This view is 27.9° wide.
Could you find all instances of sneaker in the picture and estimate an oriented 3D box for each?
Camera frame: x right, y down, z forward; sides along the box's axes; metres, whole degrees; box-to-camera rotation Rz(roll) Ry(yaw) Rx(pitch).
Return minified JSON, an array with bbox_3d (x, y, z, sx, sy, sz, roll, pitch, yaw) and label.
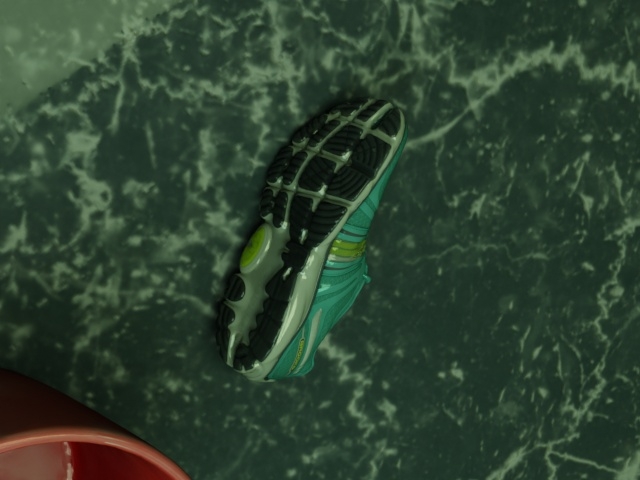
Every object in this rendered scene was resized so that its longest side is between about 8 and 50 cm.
[{"bbox_3d":[0.000,0.000,1.153,0.110,0.107,0.275,20,99,-50],"label":"sneaker"}]

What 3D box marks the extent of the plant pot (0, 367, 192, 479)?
[{"bbox_3d":[-0.244,0.227,0.986,0.275,0.243,0.275,-8,107,-26],"label":"plant pot"}]
